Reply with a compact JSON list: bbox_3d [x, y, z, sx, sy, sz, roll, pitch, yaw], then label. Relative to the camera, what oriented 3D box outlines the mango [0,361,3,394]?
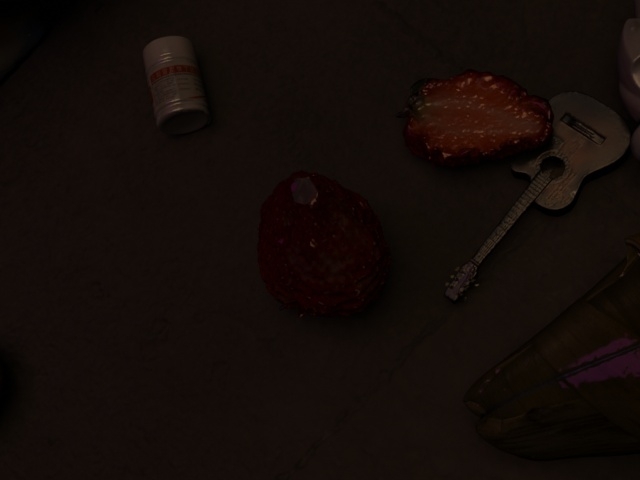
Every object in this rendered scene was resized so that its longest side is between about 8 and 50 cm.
[{"bbox_3d":[-0.383,0.163,0.957,0.111,0.089,0.163,39,97,32],"label":"mango"}]

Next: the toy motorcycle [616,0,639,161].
[{"bbox_3d":[0.343,-0.121,0.837,0.171,0.110,0.260,-36,66,4],"label":"toy motorcycle"}]

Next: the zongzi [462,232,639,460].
[{"bbox_3d":[0.258,0.147,0.746,0.228,0.115,0.256,-44,51,17],"label":"zongzi"}]

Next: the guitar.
[{"bbox_3d":[0.192,-0.035,0.895,0.088,0.025,0.233,38,88,21],"label":"guitar"}]

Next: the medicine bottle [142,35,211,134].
[{"bbox_3d":[-0.149,-0.159,0.999,0.057,0.057,0.089,-17,71,9],"label":"medicine bottle"}]

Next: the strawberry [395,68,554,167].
[{"bbox_3d":[0.144,-0.110,0.913,0.152,0.048,0.103,16,70,24],"label":"strawberry"}]

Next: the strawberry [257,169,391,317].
[{"bbox_3d":[-0.001,0.007,0.867,0.131,0.148,0.131,-4,76,14],"label":"strawberry"}]

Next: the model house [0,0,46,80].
[{"bbox_3d":[-0.484,-0.288,0.968,0.334,0.382,0.342,45,125,21],"label":"model house"}]
